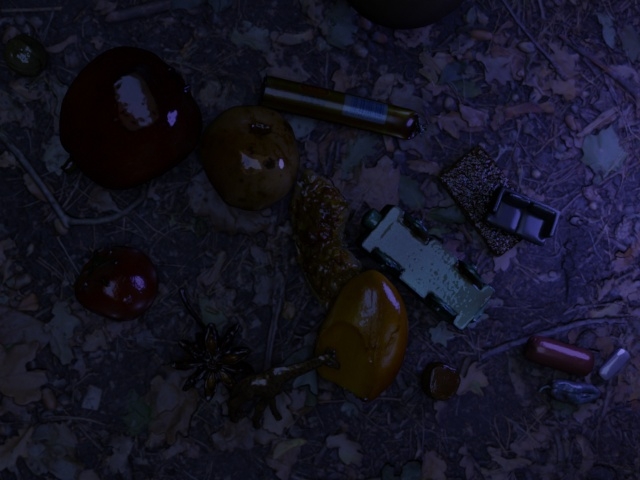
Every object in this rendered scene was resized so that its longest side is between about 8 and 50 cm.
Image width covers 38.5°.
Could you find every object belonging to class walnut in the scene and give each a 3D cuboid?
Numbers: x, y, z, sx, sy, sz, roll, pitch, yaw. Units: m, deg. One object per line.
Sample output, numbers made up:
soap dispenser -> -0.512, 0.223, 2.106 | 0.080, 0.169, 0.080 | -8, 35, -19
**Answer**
walnut -> -0.609, -0.381, 1.891 | 0.092, 0.092, 0.092 | 0, 87, -7

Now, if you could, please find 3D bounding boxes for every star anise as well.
star anise -> -0.219, 0.218, 1.903 | 0.177, 0.073, 0.234 | 7, 103, -7

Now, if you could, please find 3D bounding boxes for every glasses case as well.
glasses case -> 0.651, 0.275, 2.037 | 0.032, 0.021, 0.083 | 45, 83, 0

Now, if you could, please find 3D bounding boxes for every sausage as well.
sausage -> 0.520, 0.252, 2.002 | 0.154, 0.062, 0.062 | 17, 85, -7
sausage -> 0.053, -0.281, 1.968 | 0.371, 0.082, 0.082 | 12, 86, -7

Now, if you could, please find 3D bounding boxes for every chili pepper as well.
chili pepper -> 0.555, 0.333, 2.014 | 0.153, 0.041, 0.050 | 11, 128, -6

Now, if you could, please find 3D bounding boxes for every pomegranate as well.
pomegranate -> -0.148, -0.164, 1.878 | 0.215, 0.215, 0.215 | 0, 87, -7

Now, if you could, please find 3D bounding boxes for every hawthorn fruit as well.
hawthorn fruit -> -0.392, -0.228, 1.828 | 0.307, 0.265, 0.265 | -43, 93, 6

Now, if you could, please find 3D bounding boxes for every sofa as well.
sofa -> 0.438, -0.052, 1.985 | 0.147, 0.060, 0.085 | 24, 82, -8

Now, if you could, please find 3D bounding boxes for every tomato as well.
tomato -> -0.409, 0.090, 1.859 | 0.167, 0.167, 0.167 | 0, 87, -7

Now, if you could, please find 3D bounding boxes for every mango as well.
mango -> 0.096, 0.183, 1.885 | 0.187, 0.138, 0.257 | 21, 109, 3

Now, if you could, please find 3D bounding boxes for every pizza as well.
pizza -> 0.000, 0.000, 1.904 | 0.085, 0.161, 0.305 | -15, 99, -43

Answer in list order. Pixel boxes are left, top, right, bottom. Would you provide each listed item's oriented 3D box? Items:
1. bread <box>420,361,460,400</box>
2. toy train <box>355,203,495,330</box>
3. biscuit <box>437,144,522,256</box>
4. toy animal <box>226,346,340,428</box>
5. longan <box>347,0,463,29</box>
bread -> 0.256, 0.303, 1.973 | 0.085, 0.053, 0.085 | 0, 90, -19
toy train -> 0.212, 0.048, 1.931 | 0.326, 0.159, 0.129 | 40, 86, -7
biscuit -> 0.371, -0.088, 2.022 | 0.131, 0.025, 0.231 | -38, 92, -8
toy animal -> -0.086, 0.295, 1.868 | 0.149, 0.054, 0.275 | 31, 117, -24
longan -> 0.191, -0.613, 1.890 | 0.361, 0.361, 0.361 | 0, 87, -7
